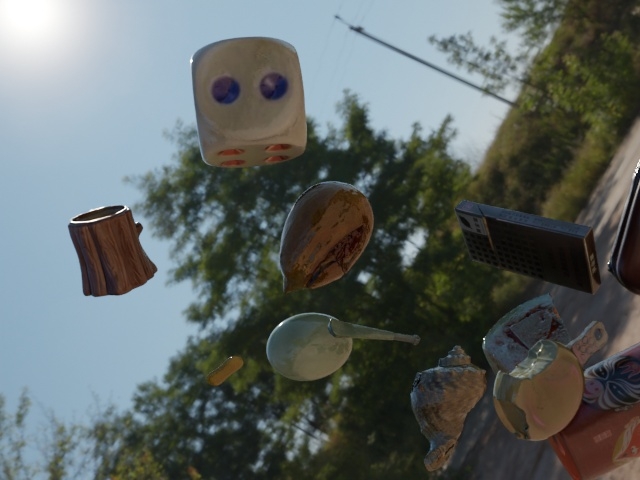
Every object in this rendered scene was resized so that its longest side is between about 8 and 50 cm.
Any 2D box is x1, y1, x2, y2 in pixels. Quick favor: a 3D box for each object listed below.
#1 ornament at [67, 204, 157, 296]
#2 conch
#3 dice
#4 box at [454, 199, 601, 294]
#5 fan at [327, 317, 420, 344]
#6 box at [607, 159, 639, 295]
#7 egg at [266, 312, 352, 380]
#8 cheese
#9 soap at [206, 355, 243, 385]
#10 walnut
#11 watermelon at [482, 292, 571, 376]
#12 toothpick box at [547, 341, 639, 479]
[{"bbox_3d":[-0.593,0.025,2.043,0.221,0.235,0.217,-19,-72,-22],"label":"ornament"},{"bbox_3d":[0.217,0.276,1.183,0.155,0.130,0.207,11,-96,-39],"label":"conch"},{"bbox_3d":[-0.205,-0.389,2.062,0.277,0.305,0.304,122,142,-79],"label":"dice"},{"bbox_3d":[0.475,0.011,1.660,0.047,0.325,0.180,-48,-48,-26],"label":"box"},{"bbox_3d":[0.100,0.172,1.307,0.016,0.193,0.038,-56,33,38],"label":"fan"},{"bbox_3d":[0.834,-0.045,1.656,0.108,0.263,0.403,-41,-37,-62],"label":"box"},{"bbox_3d":[-0.024,0.236,1.599,0.149,0.193,0.149,171,90,-82],"label":"egg"},{"bbox_3d":[0.440,0.244,1.336,0.286,0.163,0.082,-38,17,-24],"label":"cheese"},{"bbox_3d":[-0.187,0.255,1.402,0.089,0.034,0.012,-41,26,18],"label":"soap"},{"bbox_3d":[0.000,0.000,1.692,0.297,0.203,0.203,-54,-12,6],"label":"walnut"},{"bbox_3d":[0.527,0.290,1.686,0.213,0.261,0.201,-28,5,-6],"label":"watermelon"},{"bbox_3d":[0.631,0.338,1.480,0.334,0.204,0.204,-26,-14,1],"label":"toothpick box"}]
